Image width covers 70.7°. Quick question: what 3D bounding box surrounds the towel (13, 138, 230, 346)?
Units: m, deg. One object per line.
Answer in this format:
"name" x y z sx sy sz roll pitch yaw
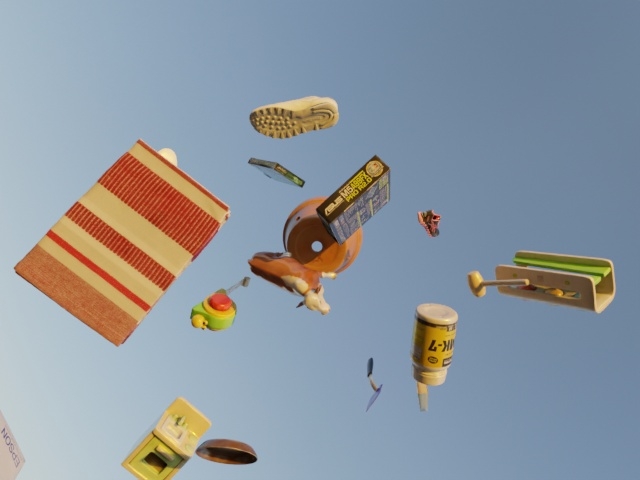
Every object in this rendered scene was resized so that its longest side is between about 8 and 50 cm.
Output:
"towel" -0.359 -0.002 0.847 0.237 0.329 0.037 38 -14 -1

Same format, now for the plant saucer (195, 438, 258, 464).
"plant saucer" -0.250 0.567 1.212 0.168 0.029 0.168 3 -41 2

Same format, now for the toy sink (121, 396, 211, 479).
"toy sink" -0.491 0.656 1.455 0.153 0.131 0.234 44 -88 -6

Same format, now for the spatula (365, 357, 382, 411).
"spatula" 0.184 0.495 1.601 0.030 0.296 0.084 31 -75 -7

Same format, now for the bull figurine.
"bull figurine" -0.070 0.111 1.326 0.310 0.188 0.101 28 -77 29

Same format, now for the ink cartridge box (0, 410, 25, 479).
"ink cartridge box" -0.478 0.270 0.572 0.224 0.045 0.223 -140 -145 -72

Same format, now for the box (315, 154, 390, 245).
"box" 0.101 -0.103 1.275 0.216 0.270 0.060 -43 -105 -2

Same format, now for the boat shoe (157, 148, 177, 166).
"boat shoe" -0.417 -0.144 1.155 0.063 0.066 0.184 2 -98 58

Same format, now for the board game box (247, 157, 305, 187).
"board game box" -0.147 -0.225 1.485 0.186 0.126 0.026 22 -96 53

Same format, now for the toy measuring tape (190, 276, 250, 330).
"toy measuring tape" -0.298 0.213 1.489 0.121 0.330 0.121 8 -71 24

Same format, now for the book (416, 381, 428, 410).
"book" 0.348 0.510 1.548 0.035 0.096 0.144 -6 -44 9

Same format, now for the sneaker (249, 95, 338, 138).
"sneaker" -0.070 -0.334 1.195 0.235 0.094 0.090 -4 -47 -2

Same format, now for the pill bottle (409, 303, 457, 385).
"pill bottle" 0.320 0.297 1.291 0.119 0.119 0.208 14 -72 34

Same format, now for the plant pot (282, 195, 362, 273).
"plant pot" 0.000 0.000 1.558 0.291 0.203 0.290 1 -79 6

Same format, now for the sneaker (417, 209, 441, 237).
"sneaker" 0.326 -0.050 1.303 0.057 0.119 0.047 -24 -130 24

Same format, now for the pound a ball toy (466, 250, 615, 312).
"pound a ball toy" 0.606 0.134 1.263 0.319 0.208 0.135 6 -64 53
